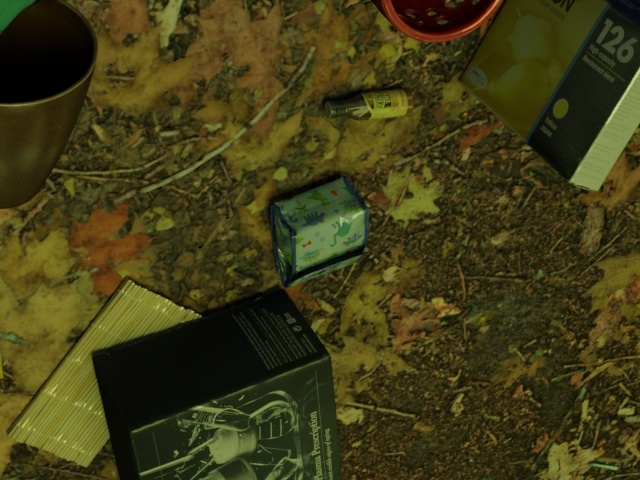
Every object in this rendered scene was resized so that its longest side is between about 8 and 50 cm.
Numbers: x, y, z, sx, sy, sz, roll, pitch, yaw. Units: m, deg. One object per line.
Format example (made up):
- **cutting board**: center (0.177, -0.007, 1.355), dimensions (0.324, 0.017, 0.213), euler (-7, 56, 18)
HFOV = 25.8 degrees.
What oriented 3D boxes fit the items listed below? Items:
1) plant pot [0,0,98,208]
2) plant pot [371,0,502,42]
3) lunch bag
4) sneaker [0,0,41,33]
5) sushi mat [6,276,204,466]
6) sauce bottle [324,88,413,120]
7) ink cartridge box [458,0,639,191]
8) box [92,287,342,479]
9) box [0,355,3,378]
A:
- **plant pot**: center (-0.385, -0.153, 1.691), dimensions (0.215, 0.215, 0.230), euler (-9, 141, -21)
- **plant pot**: center (0.129, -0.375, 1.798), dimensions (0.191, 0.174, 0.191), euler (-14, 128, -19)
- **lunch bag**: center (0.000, 0.000, 2.054), dimensions (0.129, 0.096, 0.151), euler (-20, 143, -17)
- **sneaker**: center (-0.417, -0.264, 1.554), dimensions (0.302, 0.108, 0.121), euler (-21, 151, -15)
- **sushi mat**: center (-0.319, 0.202, 2.076), dimensions (0.151, 0.019, 0.316), euler (28, 107, -39)
- **sauce bottle**: center (0.069, -0.191, 1.983), dimensions (0.128, 0.042, 0.042), euler (-10, 126, -23)
- **ink cartridge box**: center (0.353, -0.272, 1.901), dimensions (0.072, 0.303, 0.307), euler (13, 115, -34)
- **box**: center (-0.147, 0.296, 2.111), dimensions (0.312, 0.179, 0.343), euler (-19, 131, -16)
- **box**: center (-0.461, 0.090, 1.868), dimensions (0.043, 0.105, 0.179), euler (-10, 126, -22)
